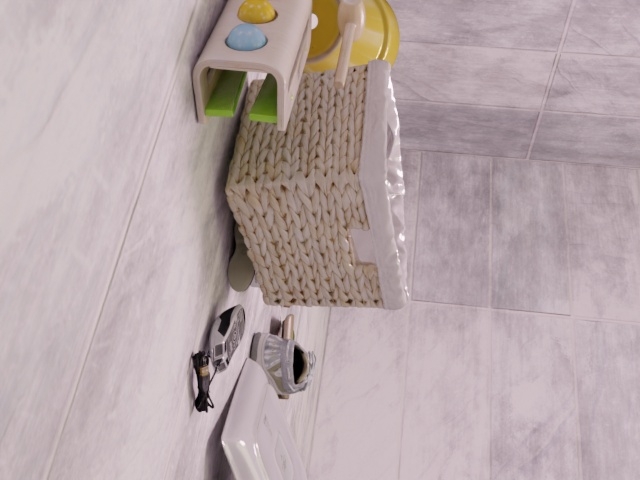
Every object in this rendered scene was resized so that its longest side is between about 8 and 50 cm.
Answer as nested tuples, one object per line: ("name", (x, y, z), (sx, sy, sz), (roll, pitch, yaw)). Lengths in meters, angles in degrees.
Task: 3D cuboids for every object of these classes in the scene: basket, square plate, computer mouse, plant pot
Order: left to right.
("computer mouse", (-0.167, 0.176, 1.281), (0.193, 0.042, 0.106), (-67, 158, -55))
("square plate", (-0.093, 0.445, 1.567), (0.347, 0.049, 0.344), (-81, 153, -73))
("basket", (0.012, -0.088, 1.405), (0.328, 0.266, 0.331), (76, 13, -45))
("plant pot", (0.018, -0.441, 1.681), (0.239, 0.254, 0.254), (-11, 107, -69))

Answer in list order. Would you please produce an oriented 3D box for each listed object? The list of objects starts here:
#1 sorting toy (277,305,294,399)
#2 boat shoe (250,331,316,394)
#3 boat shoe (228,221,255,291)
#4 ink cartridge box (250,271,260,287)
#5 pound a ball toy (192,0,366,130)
("sorting toy", (-0.081, 0.261, 2.081), (0.229, 0.041, 0.307), (114, -20, -78))
("boat shoe", (-0.067, 0.290, 1.847), (0.320, 0.103, 0.118), (58, 38, -61))
("boat shoe", (-0.138, 0.027, 1.422), (0.043, 0.049, 0.137), (81, 10, -78))
("ink cartridge box", (0.000, 0.000, 1.637), (0.114, 0.273, 0.197), (89, 8, -54))
("pound a ball toy", (-0.049, -0.299, 1.168), (0.319, 0.208, 0.136), (-78, 172, -48))
